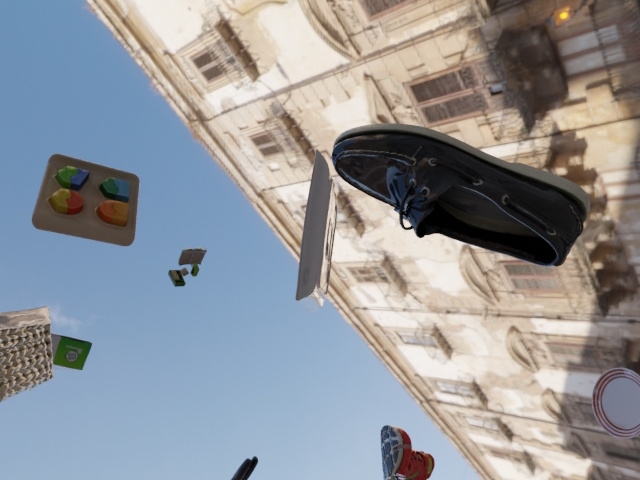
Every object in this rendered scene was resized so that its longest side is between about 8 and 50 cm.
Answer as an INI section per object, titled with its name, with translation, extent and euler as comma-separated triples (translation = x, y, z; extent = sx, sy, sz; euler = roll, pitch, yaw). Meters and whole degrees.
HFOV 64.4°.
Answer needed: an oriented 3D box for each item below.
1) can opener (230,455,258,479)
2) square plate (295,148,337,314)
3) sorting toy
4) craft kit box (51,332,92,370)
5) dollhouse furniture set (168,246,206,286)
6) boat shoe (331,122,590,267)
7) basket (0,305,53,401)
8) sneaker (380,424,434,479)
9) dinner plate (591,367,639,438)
[can opener]
translation = -0.222, 0.654, 1.378
extent = 0.186, 0.073, 0.059
euler = -58, -27, 12
[square plate]
translation = 0.000, 0.000, 1.250
extent = 0.347, 0.049, 0.345
euler = 71, -154, -76
[sorting toy]
translation = -0.483, -0.092, 1.072
extent = 0.192, 0.038, 0.208
euler = 14, -136, -28
[craft kit box]
translation = -0.569, 0.176, 0.895
extent = 0.246, 0.249, 0.061
euler = 29, -118, -33
[dollhouse furniture set]
translation = -0.396, 0.063, 1.492
extent = 0.076, 0.059, 0.152
euler = 0, -49, -41
[boat shoe]
translation = 0.158, -0.050, 0.654
extent = 0.127, 0.339, 0.113
euler = 94, -160, -58
[basket]
translation = -0.415, 0.146, 0.625
extent = 0.113, 0.167, 0.103
euler = -11, -93, -5
[sneaker]
translation = 0.196, 0.489, 1.138
extent = 0.279, 0.118, 0.107
euler = 81, -176, -49
[dinner plate]
translation = 0.626, 0.336, 1.052
extent = 0.017, 0.141, 0.141
euler = 15, -105, -16
